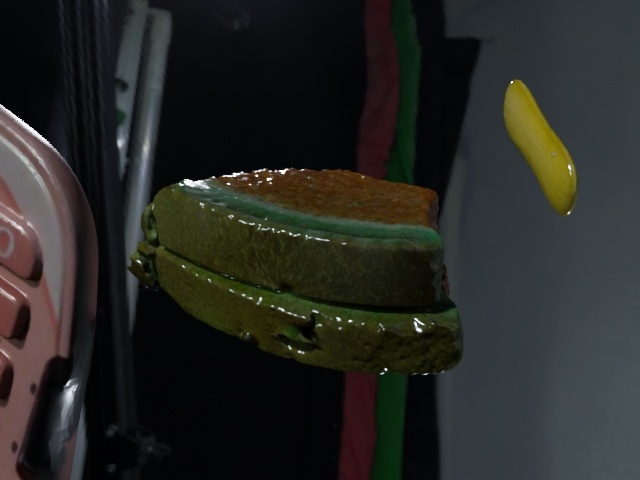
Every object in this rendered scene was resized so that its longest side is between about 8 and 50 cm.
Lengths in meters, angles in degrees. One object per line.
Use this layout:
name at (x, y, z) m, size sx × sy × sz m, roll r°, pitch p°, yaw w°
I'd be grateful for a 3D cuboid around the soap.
soap at (0.110, -0.048, 0.431) m, size 0.034 × 0.012 × 0.089 m, roll 89°, pitch 170°, yaw -45°

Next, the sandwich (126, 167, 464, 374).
sandwich at (0.002, 0.007, 0.707) m, size 0.212 × 0.292 × 0.109 m, roll -25°, pitch -51°, yaw -41°

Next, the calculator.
calculator at (-0.193, 0.061, 0.390) m, size 0.048 × 0.220 × 0.330 m, roll -20°, pitch -42°, yaw -55°
